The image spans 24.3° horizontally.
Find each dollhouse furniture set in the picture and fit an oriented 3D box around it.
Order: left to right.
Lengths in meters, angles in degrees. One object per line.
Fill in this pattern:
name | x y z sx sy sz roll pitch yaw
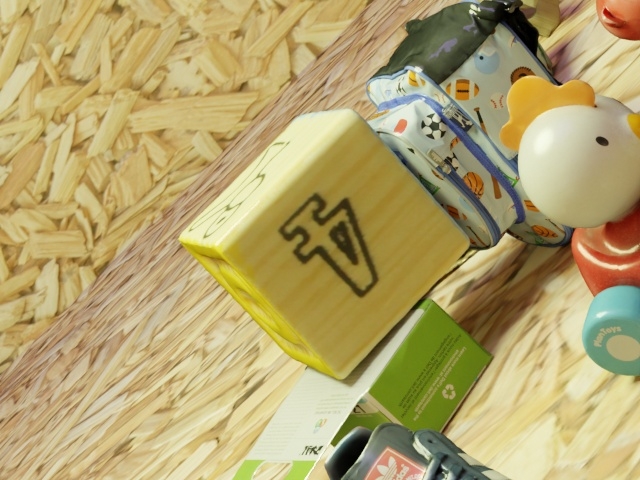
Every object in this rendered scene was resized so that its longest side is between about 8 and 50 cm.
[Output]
dollhouse furniture set | 0.280 -0.283 2.139 0.182 0.101 0.161 -167 95 -73

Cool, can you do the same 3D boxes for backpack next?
backpack | 0.179 -0.106 1.550 0.213 0.263 0.276 -53 11 -2

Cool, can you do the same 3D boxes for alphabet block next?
alphabet block | 0.000 0.000 1.527 0.197 0.193 0.192 -45 12 -10

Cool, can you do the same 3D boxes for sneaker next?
sneaker | 0.098 0.215 1.147 0.131 0.148 0.350 -51 15 -16

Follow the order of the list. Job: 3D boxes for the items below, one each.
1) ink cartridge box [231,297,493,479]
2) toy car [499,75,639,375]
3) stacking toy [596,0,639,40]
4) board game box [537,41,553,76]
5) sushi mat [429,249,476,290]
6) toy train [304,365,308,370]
ink cartridge box | 0.031 0.190 1.511 0.255 0.097 0.189 -54 16 -22
toy car | 0.258 -0.056 1.235 0.210 0.238 0.219 -33 20 42
stacking toy | 0.373 -0.376 1.635 0.309 0.130 0.279 -92 10 -54
board game box | 0.191 -0.159 1.923 0.224 0.097 0.303 -31 19 18
sushi mat | 0.165 -0.038 1.884 0.151 0.019 0.316 -40 16 22
toy train | 0.037 0.086 1.769 0.184 0.080 0.105 -57 11 4
